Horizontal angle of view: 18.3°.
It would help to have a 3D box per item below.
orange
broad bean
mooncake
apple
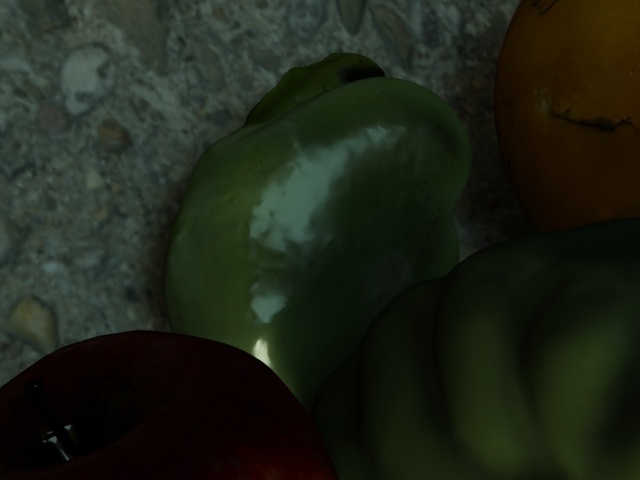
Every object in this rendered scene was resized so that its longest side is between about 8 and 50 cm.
[{"bbox_3d":[0.224,-0.081,1.173,0.246,0.246,0.246,14,64,-29],"label":"orange"},{"bbox_3d":[0.000,0.000,1.080,0.169,0.100,0.228,18,64,-23],"label":"broad bean"},{"bbox_3d":[0.134,0.155,0.945,0.187,0.351,0.351,-10,77,-37],"label":"mooncake"},{"bbox_3d":[-0.085,0.158,0.889,0.234,0.234,0.234,14,64,-29],"label":"apple"}]
